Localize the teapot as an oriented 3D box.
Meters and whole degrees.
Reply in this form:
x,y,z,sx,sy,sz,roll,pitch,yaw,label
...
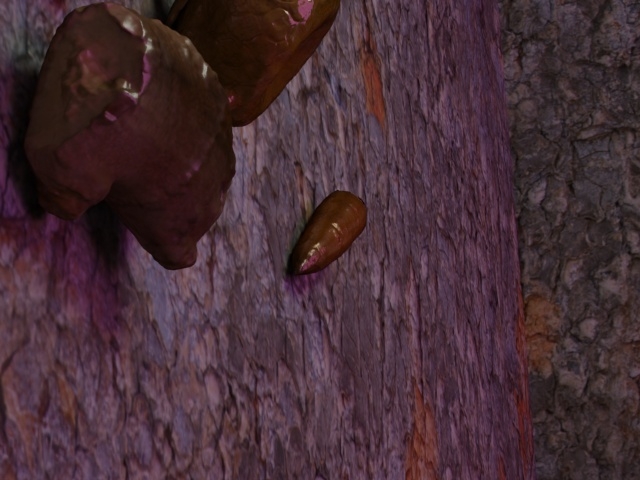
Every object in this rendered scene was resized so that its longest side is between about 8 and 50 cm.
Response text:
x,y,z,sx,sy,sz,roll,pitch,yaw,label
-0.097,-0.231,1.539,0.311,0.167,0.203,-51,179,-36,teapot

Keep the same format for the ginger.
x,y,z,sx,sy,sz,roll,pitch,yaw,label
-0.169,-0.086,1.277,0.221,0.130,0.275,-62,143,-46,ginger

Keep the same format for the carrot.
x,y,z,sx,sy,sz,roll,pitch,yaw,label
0.000,0.000,1.887,0.205,0.072,0.072,-47,127,-61,carrot
